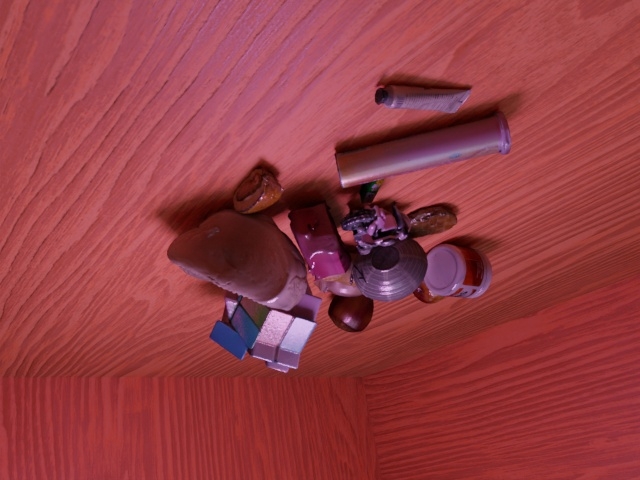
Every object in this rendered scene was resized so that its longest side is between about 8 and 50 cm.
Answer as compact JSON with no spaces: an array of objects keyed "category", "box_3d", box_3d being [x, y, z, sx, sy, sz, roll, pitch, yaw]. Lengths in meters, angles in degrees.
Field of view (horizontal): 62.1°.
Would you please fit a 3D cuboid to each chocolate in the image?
[{"category":"chocolate","box_3d":[0.063,0.089,1.910,0.134,0.134,0.309,-27,154,32]}]

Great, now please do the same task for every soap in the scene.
[{"category":"soap","box_3d":[0.000,0.000,1.600,0.128,0.220,0.325,-22,153,5]}]

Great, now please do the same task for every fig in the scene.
[{"category":"fig","box_3d":[0.505,0.158,2.242,0.257,0.159,0.159,-25,161,-23]}]

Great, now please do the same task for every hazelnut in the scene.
[{"category":"hazelnut","box_3d":[0.144,0.295,2.324,0.208,0.208,0.208,-9,155,-4]}]

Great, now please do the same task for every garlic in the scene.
[{"category":"garlic","box_3d":[0.129,0.181,2.173,0.267,0.148,0.128,16,109,-37]}]

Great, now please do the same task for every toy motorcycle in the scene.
[{"category":"toy motorcycle","box_3d":[0.176,-0.050,1.626,0.188,0.143,0.327,-19,164,11]}]

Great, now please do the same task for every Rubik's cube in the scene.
[{"category":"Rubik's cube","box_3d":[-0.190,0.267,1.937,0.359,0.367,0.387,19,147,-17]}]

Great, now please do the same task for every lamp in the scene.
[{"category":"lamp","box_3d":[0.236,0.099,1.826,0.265,0.233,0.233,-40,155,-6]}]

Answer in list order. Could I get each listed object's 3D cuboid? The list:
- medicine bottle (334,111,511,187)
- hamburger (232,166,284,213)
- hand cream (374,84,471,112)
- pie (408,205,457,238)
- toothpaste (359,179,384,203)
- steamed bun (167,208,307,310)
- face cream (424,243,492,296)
[{"category":"medicine bottle","box_3d":[0.253,-0.225,1.353,0.427,0.108,0.108,-12,155,8]},{"category":"hamburger","box_3d":[-0.154,-0.122,1.423,0.102,0.087,0.176,10,146,-34]},{"category":"hand cream","box_3d":[0.232,-0.322,1.209,0.234,0.050,0.080,-3,154,-26]},{"category":"pie","box_3d":[0.367,-0.060,1.803,0.195,0.046,0.195,-9,157,-4]},{"category":"toothpaste","box_3d":[0.150,-0.167,1.497,0.037,0.043,0.178,-7,155,-15]},{"category":"steamed bun","box_3d":[-0.219,0.038,1.533,0.384,0.236,0.247,20,170,14]},{"category":"face cream","box_3d":[0.528,0.120,2.060,0.187,0.200,0.201,9,149,-36]}]
